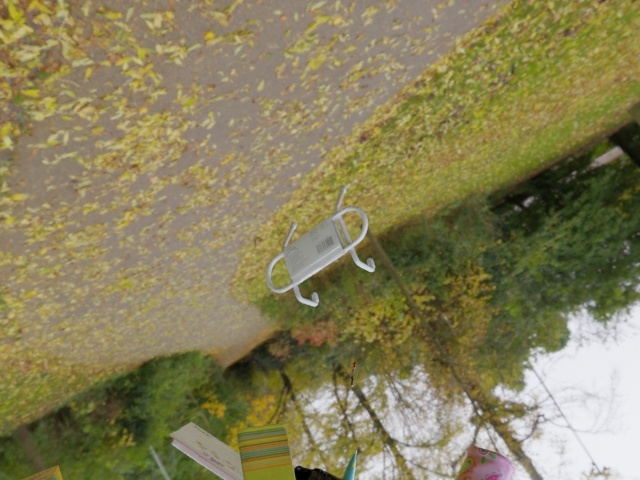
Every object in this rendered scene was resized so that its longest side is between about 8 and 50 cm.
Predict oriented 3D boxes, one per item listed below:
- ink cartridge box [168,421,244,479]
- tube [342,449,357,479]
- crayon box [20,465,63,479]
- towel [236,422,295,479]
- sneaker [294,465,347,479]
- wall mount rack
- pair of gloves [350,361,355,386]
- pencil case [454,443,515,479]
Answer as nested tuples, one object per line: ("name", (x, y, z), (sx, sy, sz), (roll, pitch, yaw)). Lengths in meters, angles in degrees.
("ink cartridge box", (-0.312, 0.645, 1.536), (0.060, 0.275, 0.239), (-59, 172, -7))
("tube", (0.095, 0.847, 1.853), (0.207, 0.052, 0.080), (-59, 169, -57))
("crayon box", (-0.814, 0.709, 1.417), (0.203, 0.083, 0.323), (-17, 175, -25))
("towel", (-0.098, 0.478, 1.022), (0.102, 0.237, 0.021), (-1, 140, -19))
("sneaker", (0.026, 0.744, 1.557), (0.287, 0.130, 0.109), (-7, -149, 35))
("wall mount rack", (0.000, 0.000, 1.451), (0.350, 0.303, 0.131), (-34, 146, 24))
("pair of gloves", (0.110, 0.455, 1.784), (0.010, 0.083, 0.074), (5, 159, 1))
("pencil case", (0.332, 0.602, 1.176), (0.284, 0.124, 0.124), (-53, -178, -25))
